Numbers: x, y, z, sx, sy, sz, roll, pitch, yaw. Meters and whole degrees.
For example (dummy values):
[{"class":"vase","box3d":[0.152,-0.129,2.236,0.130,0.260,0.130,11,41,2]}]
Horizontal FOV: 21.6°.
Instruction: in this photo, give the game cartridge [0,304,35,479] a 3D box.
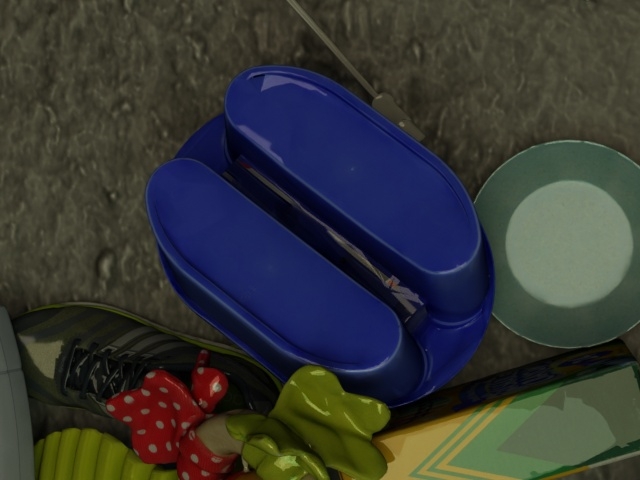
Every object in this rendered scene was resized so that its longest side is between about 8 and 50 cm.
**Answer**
[{"class":"game cartridge","box3d":[-0.355,0.206,1.592,0.196,0.060,0.294,-1,93,33]}]

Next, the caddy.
[{"class":"caddy","box3d":[0.000,0.000,1.526,0.341,0.179,0.241,38,80,13]}]

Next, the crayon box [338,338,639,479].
[{"class":"crayon box","box3d":[0.135,0.179,1.508,0.323,0.203,0.083,-18,90,6]}]

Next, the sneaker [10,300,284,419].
[{"class":"sneaker","box3d":[-0.172,0.126,1.578,0.300,0.121,0.111,9,93,5]}]

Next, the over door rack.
[{"class":"over door rack","box3d":[0.061,-0.281,1.554,0.239,0.108,0.324,-41,102,6]}]

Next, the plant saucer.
[{"class":"plant saucer","box3d":[0.232,0.004,1.569,0.195,0.037,0.195,0,87,7]}]

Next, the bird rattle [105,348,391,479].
[{"class":"bird rattle","box3d":[-0.070,0.202,1.405,0.253,0.143,0.207,-5,96,39]}]

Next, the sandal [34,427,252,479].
[{"class":"sandal","box3d":[-0.144,0.256,1.580,0.317,0.138,0.126,7,75,25]}]
